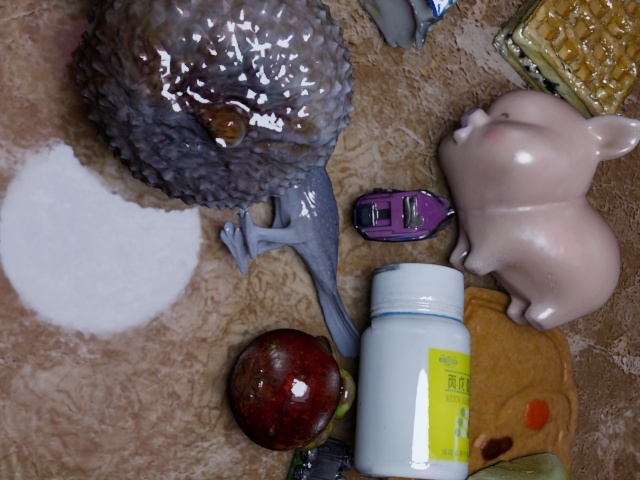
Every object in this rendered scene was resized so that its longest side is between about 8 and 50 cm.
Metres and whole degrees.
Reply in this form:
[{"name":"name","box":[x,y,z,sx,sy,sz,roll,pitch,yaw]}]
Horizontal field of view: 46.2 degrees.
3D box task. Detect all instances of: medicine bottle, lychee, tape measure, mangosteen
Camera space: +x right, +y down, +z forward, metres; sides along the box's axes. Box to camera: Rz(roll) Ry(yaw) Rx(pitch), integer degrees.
[{"name":"medicine bottle","box":[0.117,0.167,0.946,0.143,0.143,0.258,11,71,-23]},{"name":"lychee","box":[-0.108,-0.176,0.820,0.299,0.300,0.300,-1,92,-23]},{"name":"tape measure","box":[0.111,-0.035,0.996,0.118,0.125,0.074,0,89,-56]},{"name":"mangosteen","box":[-0.020,0.189,0.934,0.181,0.145,0.156,23,77,-20]}]

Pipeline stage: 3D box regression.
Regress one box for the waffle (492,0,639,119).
[{"name":"waffle","box":[0.427,-0.347,1.146,0.213,0.091,0.308,42,75,-19]}]

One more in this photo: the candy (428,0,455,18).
[{"name":"candy","box":[0.166,-0.335,0.912,0.136,0.038,0.088,-35,105,-28]}]

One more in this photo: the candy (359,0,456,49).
[{"name":"candy","box":[0.121,-0.375,0.987,0.184,0.137,0.195,-41,105,-17]}]

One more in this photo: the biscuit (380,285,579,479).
[{"name":"biscuit","box":[0.235,0.291,1.098,0.349,0.078,0.456,-5,93,-27]}]

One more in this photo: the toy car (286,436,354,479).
[{"name":"toy car","box":[-0.015,0.336,0.987,0.071,0.062,0.165,19,84,-22]}]

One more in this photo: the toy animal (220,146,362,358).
[{"name":"toy animal","box":[-0.028,-0.014,0.955,0.205,0.081,0.367,-7,92,-42]}]

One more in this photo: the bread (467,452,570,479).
[{"name":"bread","box":[0.287,0.349,1.035,0.157,0.094,0.083,-11,92,-32]}]

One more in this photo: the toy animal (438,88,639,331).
[{"name":"toy animal","box":[0.294,-0.046,1.026,0.326,0.237,0.269,45,79,-16]}]
